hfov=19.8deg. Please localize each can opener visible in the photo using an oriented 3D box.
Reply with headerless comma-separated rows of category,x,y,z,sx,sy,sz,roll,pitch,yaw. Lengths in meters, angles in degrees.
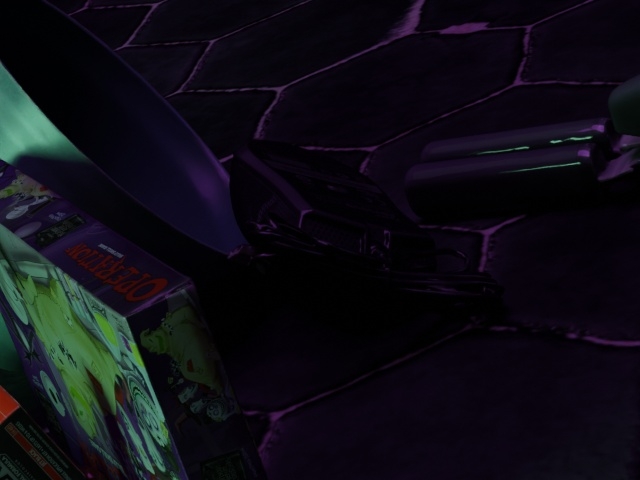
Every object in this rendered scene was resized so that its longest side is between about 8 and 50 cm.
can opener,0.189,-0.073,1.347,0.280,0.093,0.074,-11,25,33

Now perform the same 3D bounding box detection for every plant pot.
plant pot,-0.215,-0.027,1.375,0.196,0.293,0.293,-45,19,13

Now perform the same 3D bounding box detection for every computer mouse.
computer mouse,0.000,0.000,1.309,0.189,0.072,0.272,13,15,-20

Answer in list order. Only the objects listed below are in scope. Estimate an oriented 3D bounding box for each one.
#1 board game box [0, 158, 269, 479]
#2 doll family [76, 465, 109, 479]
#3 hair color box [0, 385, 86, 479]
board game box,-0.124,0.080,1.096,0.056,0.208,0.347,-31,24,-17
doll family,-0.181,0.170,1.106,0.193,0.076,0.111,10,56,43
hair color box,-0.208,0.153,1.023,0.141,0.072,0.043,-44,37,-12
